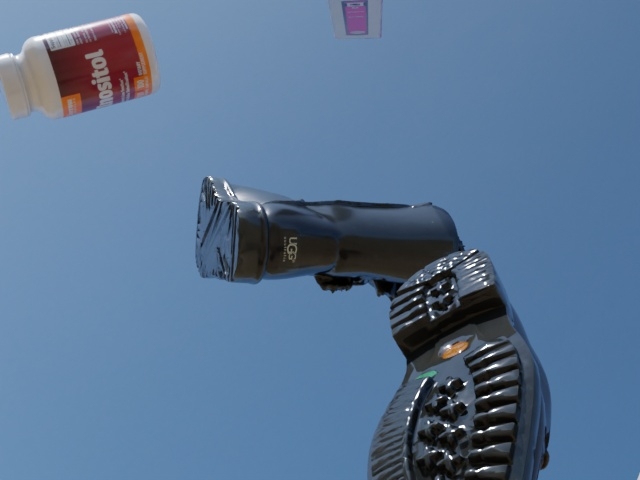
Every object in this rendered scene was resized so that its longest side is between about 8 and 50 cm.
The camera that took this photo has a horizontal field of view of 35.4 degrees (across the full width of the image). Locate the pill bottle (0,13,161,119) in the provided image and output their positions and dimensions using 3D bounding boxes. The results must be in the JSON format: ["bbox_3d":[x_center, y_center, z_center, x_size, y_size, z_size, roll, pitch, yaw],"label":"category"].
[{"bbox_3d":[-0.246,-0.172,1.014,0.152,0.086,0.086,-19,-71,-17],"label":"pill bottle"}]

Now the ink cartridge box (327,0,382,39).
[{"bbox_3d":[0.033,-0.324,1.037,0.069,0.371,0.175,-1,-88,5],"label":"ink cartridge box"}]

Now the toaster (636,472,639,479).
[{"bbox_3d":[0.396,0.299,1.022,0.129,0.227,0.146,29,-38,2],"label":"toaster"}]

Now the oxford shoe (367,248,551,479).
[{"bbox_3d":[0.081,0.092,0.480,0.083,0.227,0.096,-24,-71,22],"label":"oxford shoe"}]

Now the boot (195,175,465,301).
[{"bbox_3d":[0.000,0.000,0.922,0.207,0.246,0.094,5,-85,-18],"label":"boot"}]
